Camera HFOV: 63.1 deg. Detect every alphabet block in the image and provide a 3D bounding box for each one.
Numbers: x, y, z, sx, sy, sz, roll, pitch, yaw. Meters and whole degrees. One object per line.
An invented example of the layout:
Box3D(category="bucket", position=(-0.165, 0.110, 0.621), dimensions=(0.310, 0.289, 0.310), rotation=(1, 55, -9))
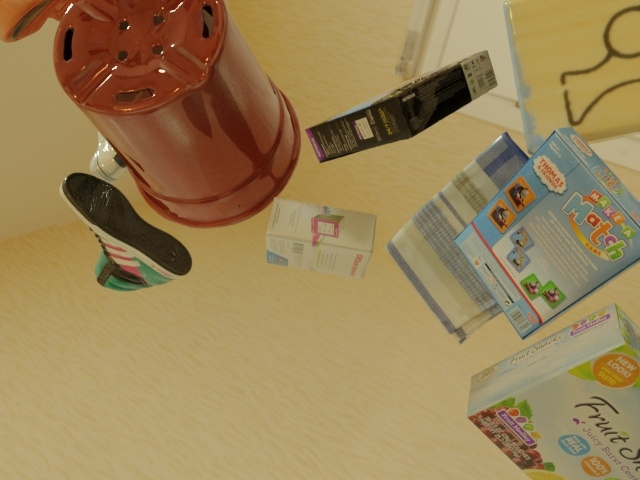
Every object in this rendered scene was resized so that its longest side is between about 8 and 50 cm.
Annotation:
Box3D(category="alphabet block", position=(0.352, -0.219, 0.657), dimensions=(0.193, 0.197, 0.193), rotation=(-23, -77, -65))

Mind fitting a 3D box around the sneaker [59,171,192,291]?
Box3D(category="sneaker", position=(-0.429, 0.002, 1.071), dimensions=(0.295, 0.178, 0.124), rotation=(44, -145, -25))

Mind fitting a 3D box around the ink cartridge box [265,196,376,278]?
Box3D(category="ink cartridge box", position=(0.000, 0.000, 0.621), dimensions=(0.088, 0.122, 0.052), rotation=(100, -179, -65))

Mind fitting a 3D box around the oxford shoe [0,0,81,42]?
Box3D(category="oxford shoe", position=(-0.421, -0.414, 0.784), dimensions=(0.130, 0.133, 0.364), rotation=(-37, 26, 18))

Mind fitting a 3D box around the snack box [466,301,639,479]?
Box3D(category="snack box", position=(0.282, 0.188, 0.517), dimensions=(0.174, 0.207, 0.070), rotation=(-40, 10, 33))

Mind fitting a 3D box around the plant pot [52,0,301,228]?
Box3D(category="plant pot", position=(-0.179, -0.186, 0.683), dimensions=(0.272, 0.272, 0.265), rotation=(-59, -15, -11))

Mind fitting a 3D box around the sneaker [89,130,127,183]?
Box3D(category="sneaker", position=(-0.459, -0.231, 1.210), dimensions=(0.091, 0.258, 0.094), rotation=(-26, -44, 15))

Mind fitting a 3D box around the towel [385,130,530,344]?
Box3D(category="towel", position=(0.246, 0.006, 0.804), dimensions=(0.034, 0.209, 0.285), rotation=(-14, -27, -51))

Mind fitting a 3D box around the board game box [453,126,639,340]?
Box3D(category="board game box", position=(0.266, 0.000, 0.615), dimensions=(0.039, 0.160, 0.211), rotation=(-14, -28, -30))

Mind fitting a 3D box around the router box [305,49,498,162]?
Box3D(category="router box", position=(0.090, -0.146, 0.570), dimensions=(0.179, 0.133, 0.046), rotation=(-35, -72, -38))
